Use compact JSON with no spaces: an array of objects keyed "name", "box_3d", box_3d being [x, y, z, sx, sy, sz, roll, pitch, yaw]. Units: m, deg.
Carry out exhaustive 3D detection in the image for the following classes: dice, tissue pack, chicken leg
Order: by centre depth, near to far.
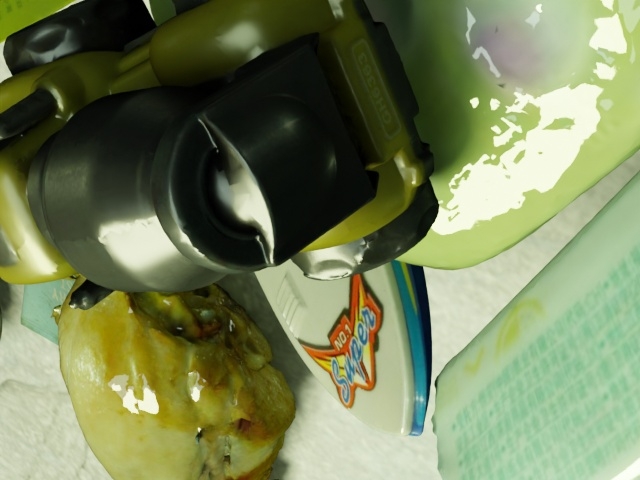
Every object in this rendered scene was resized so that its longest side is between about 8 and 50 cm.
[{"name":"tissue pack","box_3d":[0.277,0.043,0.575,0.287,0.162,0.388,14,136,-25]},{"name":"dice","box_3d":[0.080,-0.155,0.595,0.250,0.252,0.254,46,133,1]},{"name":"chicken leg","box_3d":[-0.105,0.196,0.991,0.201,0.153,0.429,-2,125,15]}]

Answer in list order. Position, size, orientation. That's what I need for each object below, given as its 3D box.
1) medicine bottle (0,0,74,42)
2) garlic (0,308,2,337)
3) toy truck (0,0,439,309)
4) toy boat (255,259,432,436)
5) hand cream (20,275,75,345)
[{"name":"medicine bottle","box_3d":[-0.241,-0.222,0.762,0.137,0.250,0.141,18,127,21]},{"name":"garlic","box_3d":[-0.408,0.064,1.047,0.237,0.292,0.210,-16,121,-4]},{"name":"toy truck","box_3d":[-0.070,-0.034,0.490,0.224,0.165,0.147,-8,114,39]},{"name":"toy boat","box_3d":[0.000,0.000,0.746,0.129,0.088,0.295,-58,45,40]},{"name":"hand cream","box_3d":[-0.212,-0.007,0.988,0.111,0.070,0.312,25,131,13]}]
